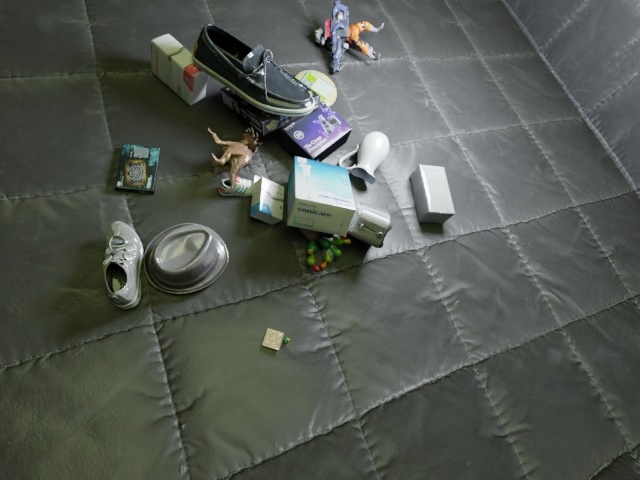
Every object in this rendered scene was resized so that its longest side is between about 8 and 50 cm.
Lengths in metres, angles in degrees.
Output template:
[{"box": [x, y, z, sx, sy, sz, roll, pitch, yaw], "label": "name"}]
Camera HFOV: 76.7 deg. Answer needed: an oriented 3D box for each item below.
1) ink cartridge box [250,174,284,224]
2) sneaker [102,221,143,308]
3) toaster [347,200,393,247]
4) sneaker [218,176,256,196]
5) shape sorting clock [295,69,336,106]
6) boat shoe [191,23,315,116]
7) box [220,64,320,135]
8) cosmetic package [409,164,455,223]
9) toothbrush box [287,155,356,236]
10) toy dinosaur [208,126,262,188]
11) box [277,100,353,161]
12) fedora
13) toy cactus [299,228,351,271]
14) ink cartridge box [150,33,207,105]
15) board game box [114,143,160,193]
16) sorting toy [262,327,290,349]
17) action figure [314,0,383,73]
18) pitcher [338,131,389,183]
[{"box": [-0.194, -0.161, 1.492, 0.104, 0.060, 0.180, 22, 57, -37], "label": "ink cartridge box"}, {"box": [-0.605, 0.061, 1.231, 0.105, 0.115, 0.281, -16, 70, -9], "label": "sneaker"}, {"box": [0.179, -0.070, 1.525, 0.146, 0.129, 0.227, 23, 19, -5], "label": "toaster"}, {"box": [-0.295, -0.204, 1.493, 0.161, 0.075, 0.057, -4, 67, -19], "label": "sneaker"}, {"box": [-0.025, -0.683, 1.831, 0.206, 0.040, 0.206, 8, 65, -18], "label": "shape sorting clock"}, {"box": [-0.241, -0.624, 1.496, 0.500, 0.156, 0.187, 30, 50, -3], "label": "boat shoe"}, {"box": [-0.202, -0.580, 1.649, 0.295, 0.073, 0.293, -35, 63, -24], "label": "box"}, {"box": [0.474, -0.197, 1.724, 0.127, 0.107, 0.238, 5, 67, -16], "label": "cosmetic package"}, {"box": [-0.005, -0.167, 1.479, 0.216, 0.126, 0.296, 10, 36, -13], "label": "toothbrush box"}, {"box": [-0.294, -0.316, 1.468, 0.200, 0.127, 0.296, -8, 46, -14], "label": "toy dinosaur"}, {"box": [-0.022, -0.436, 1.681, 0.184, 0.103, 0.261, 42, 60, 8], "label": "box"}, {"box": [-0.431, 0.037, 1.305, 0.275, 0.124, 0.244, -32, 79, -28], "label": "fedora"}, {"box": [0.000, 0.000, 1.485, 0.180, 0.112, 0.219, 38, 68, 14], "label": "toy cactus"}, {"box": [-0.554, -0.668, 1.586, 0.218, 0.158, 0.092, 40, 56, 3], "label": "ink cartridge box"}, {"box": [-0.645, -0.254, 1.433, 0.126, 0.026, 0.186, 5, 64, -16], "label": "board game box"}, {"box": [-0.143, 0.327, 1.321, 0.083, 0.012, 0.062, 19, 56, -4], "label": "sorting toy"}, {"box": [0.126, -0.954, 1.979, 0.330, 0.178, 0.341, 9, 90, -6], "label": "action figure"}, {"box": [0.186, -0.361, 1.708, 0.177, 0.125, 0.207, 21, 71, 10], "label": "pitcher"}]
